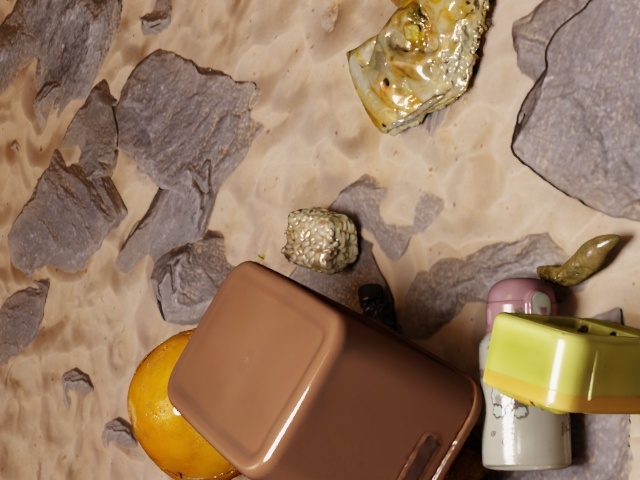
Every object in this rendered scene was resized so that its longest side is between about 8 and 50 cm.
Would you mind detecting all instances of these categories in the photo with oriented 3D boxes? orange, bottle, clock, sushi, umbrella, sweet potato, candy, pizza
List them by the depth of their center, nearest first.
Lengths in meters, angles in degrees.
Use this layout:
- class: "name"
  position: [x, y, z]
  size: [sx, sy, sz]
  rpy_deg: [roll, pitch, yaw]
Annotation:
- class: "clock"
  position: [0.295, 0.140, 1.520]
  size: [0.143, 0.202, 0.096]
  rpy_deg: [12, 95, 51]
- class: "sweet potato"
  position: [0.314, 0.029, 1.640]
  size: [0.153, 0.038, 0.041]
  rpy_deg: [-33, 38, 53]
- class: "bottle"
  position: [0.249, 0.162, 1.647]
  size: [0.110, 0.110, 0.233]
  rpy_deg: [-8, 81, 50]
- class: "sushi"
  position: [0.123, 0.323, 1.773]
  size: [0.287, 0.140, 0.149]
  rpy_deg: [-44, 17, 39]
- class: "pizza"
  position: [0.142, -0.272, 1.851]
  size: [0.297, 0.071, 0.189]
  rpy_deg: [-37, 58, 42]
- class: "umbrella"
  position: [0.083, 0.170, 1.889]
  size: [0.071, 0.080, 0.224]
  rpy_deg: [94, 167, -67]
- class: "candy"
  position: [0.000, 0.000, 1.990]
  size: [0.110, 0.085, 0.095]
  rpy_deg: [8, 102, 47]
- class: "orange"
  position: [-0.174, 0.252, 2.060]
  size: [0.240, 0.240, 0.240]
  rpy_deg: [-7, 81, 50]

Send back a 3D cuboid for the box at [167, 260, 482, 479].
- class: "box"
  position: [-0.010, 0.194, 1.698]
  size: [0.239, 0.229, 0.339]
  rpy_deg: [-60, 30, -1]
